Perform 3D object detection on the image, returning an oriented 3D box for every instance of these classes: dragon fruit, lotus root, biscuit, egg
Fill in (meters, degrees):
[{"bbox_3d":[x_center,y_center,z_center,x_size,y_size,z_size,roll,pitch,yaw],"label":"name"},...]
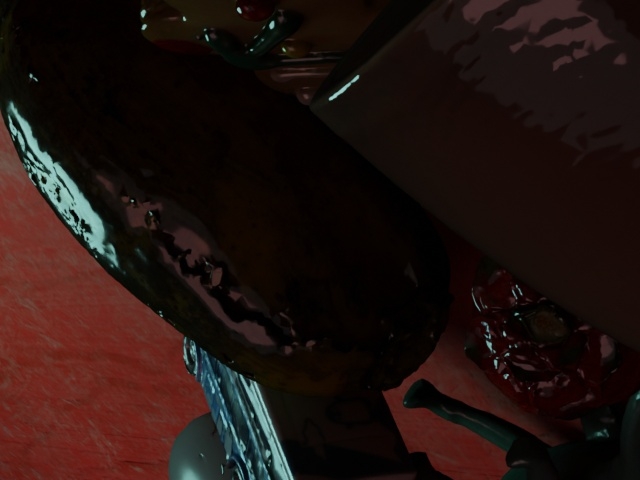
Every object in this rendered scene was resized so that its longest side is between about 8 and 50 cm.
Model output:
[{"bbox_3d":[0.150,0.037,1.101,0.130,0.142,0.121,55,159,-9],"label":"dragon fruit"},{"bbox_3d":[-0.077,-0.052,1.244,0.397,0.196,0.179,44,133,14],"label":"lotus root"},{"bbox_3d":[-0.018,-0.134,1.057,0.197,0.049,0.301,1,167,17],"label":"biscuit"},{"bbox_3d":[-0.055,0.232,1.651,0.198,0.146,0.146,36,152,27],"label":"egg"}]

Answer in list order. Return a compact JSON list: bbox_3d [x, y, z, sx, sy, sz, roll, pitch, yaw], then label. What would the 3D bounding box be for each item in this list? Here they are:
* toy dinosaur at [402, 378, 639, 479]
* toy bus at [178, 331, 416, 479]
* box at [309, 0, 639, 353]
[{"bbox_3d":[0.225,0.219,1.313,0.331,0.129,0.383,43,154,-17],"label":"toy dinosaur"},{"bbox_3d":[-0.027,0.103,1.339,0.131,0.106,0.297,104,152,-45],"label":"toy bus"},{"bbox_3d":[0.170,-0.091,0.737,0.216,0.301,0.301,44,154,-5],"label":"box"}]
